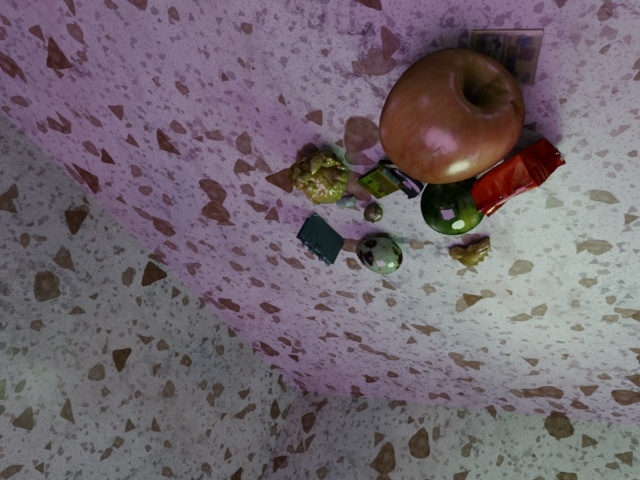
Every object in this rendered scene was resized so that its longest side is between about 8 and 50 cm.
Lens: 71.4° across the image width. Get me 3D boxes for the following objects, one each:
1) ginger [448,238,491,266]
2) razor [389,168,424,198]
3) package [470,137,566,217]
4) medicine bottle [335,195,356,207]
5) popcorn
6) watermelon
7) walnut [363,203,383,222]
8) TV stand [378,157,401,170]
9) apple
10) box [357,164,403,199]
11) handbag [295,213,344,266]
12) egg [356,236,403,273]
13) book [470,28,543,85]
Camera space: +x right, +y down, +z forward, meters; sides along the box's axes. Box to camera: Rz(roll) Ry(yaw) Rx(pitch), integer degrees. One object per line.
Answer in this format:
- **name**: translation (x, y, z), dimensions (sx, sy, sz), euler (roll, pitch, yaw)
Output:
- **ginger**: translation (0.657, 0.064, 1.919), dimensions (0.205, 0.081, 0.115), euler (-20, 93, 53)
- **razor**: translation (0.336, -0.233, 1.761), dimensions (0.148, 0.054, 0.090), euler (37, 146, -9)
- **package**: translation (0.624, -0.205, 1.401), dimensions (0.196, 0.424, 0.123), euler (-36, 83, 44)
- **medicine bottle**: translation (0.113, -0.170, 1.970), dimensions (0.083, 0.047, 0.047), euler (-4, 134, 33)
- **popcorn**: translation (-0.002, -0.259, 1.795), dimensions (0.259, 0.212, 0.259), euler (41, 180, 0)
- **watermelon**: translation (0.489, -0.136, 1.642), dimensions (0.242, 0.242, 0.242), euler (16, 142, 13)
- **walnut**: translation (0.231, -0.117, 1.944), dimensions (0.092, 0.092, 0.092), euler (16, 142, 13)
- **TV stand**: translation (0.338, -0.282, 1.667), dimensions (0.249, 0.036, 0.042), euler (10, 150, 29)
- **apple**: translation (0.369, -0.350, 1.313), dimensions (0.391, 0.391, 0.346), euler (29, 152, -5)
- **box**: translation (0.236, -0.229, 1.786), dimensions (0.121, 0.030, 0.193), euler (39, 163, -12)
- **handbag**: translation (0.000, 0.000, 2.132), dimensions (0.229, 0.179, 0.062), euler (43, 140, -19)
- **egg**: translation (0.271, 0.066, 2.069), dimensions (0.231, 0.169, 0.169), euler (20, 145, 31)
- **book**: translation (0.539, -0.538, 1.316), dimensions (0.192, 0.013, 0.168), euler (8, 139, 20)
